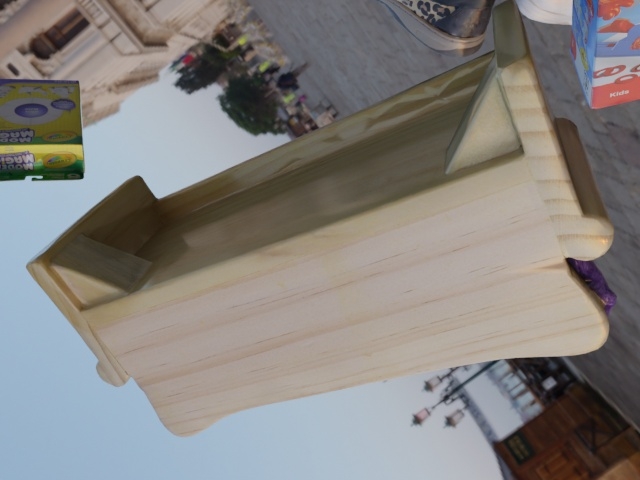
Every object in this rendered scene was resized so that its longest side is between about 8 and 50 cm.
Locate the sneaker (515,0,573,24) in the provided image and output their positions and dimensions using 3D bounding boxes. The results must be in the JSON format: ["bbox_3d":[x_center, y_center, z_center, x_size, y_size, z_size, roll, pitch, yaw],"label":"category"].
[{"bbox_3d":[0.391,-0.355,0.855,0.094,0.212,0.080,123,138,-56],"label":"sneaker"}]

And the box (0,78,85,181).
[{"bbox_3d":[-0.324,-0.125,0.677,0.179,0.105,0.043,-115,29,-43],"label":"box"}]

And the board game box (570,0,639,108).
[{"bbox_3d":[0.364,-0.256,0.458,0.302,0.309,0.086,49,-145,-58],"label":"board game box"}]

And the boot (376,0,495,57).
[{"bbox_3d":[0.139,-0.486,0.883,0.377,0.138,0.284,49,152,17],"label":"boot"}]

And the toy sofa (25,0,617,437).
[{"bbox_3d":[0.000,0.000,0.426,0.177,0.363,0.150,60,-153,-22],"label":"toy sofa"}]
